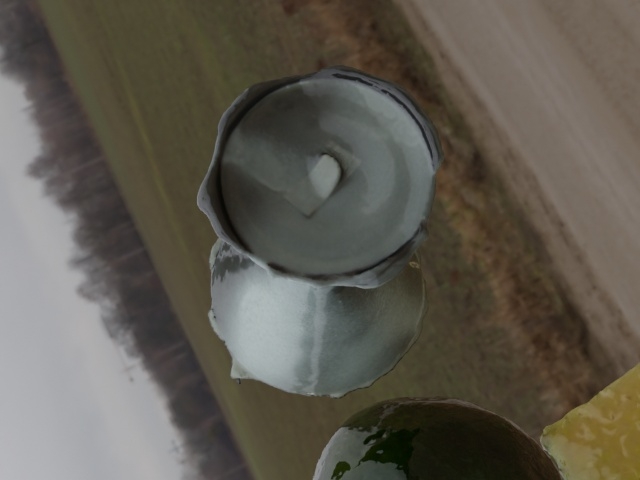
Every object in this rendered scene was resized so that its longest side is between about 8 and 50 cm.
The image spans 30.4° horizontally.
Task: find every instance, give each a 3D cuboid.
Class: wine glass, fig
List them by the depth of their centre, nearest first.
[{"bbox_3d":[0.000,0.000,0.682,0.156,0.156,0.232,63,172,14],"label":"wine glass"},{"bbox_3d":[0.094,0.196,0.764,0.195,0.195,0.245,66,160,-6],"label":"fig"}]

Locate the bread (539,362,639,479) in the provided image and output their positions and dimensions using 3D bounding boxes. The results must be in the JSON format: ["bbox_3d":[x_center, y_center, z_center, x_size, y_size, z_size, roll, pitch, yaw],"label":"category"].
[{"bbox_3d":[0.250,0.105,0.516,0.167,0.264,0.163,59,176,41],"label":"bread"}]
